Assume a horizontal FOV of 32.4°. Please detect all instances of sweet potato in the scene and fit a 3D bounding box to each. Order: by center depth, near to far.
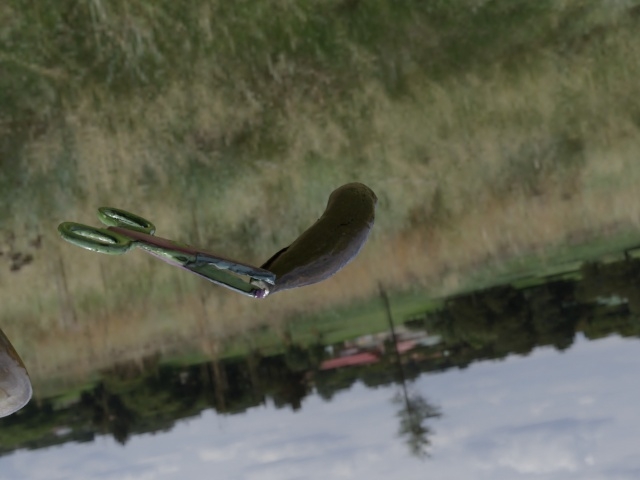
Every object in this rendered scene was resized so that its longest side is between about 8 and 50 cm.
[{"bbox_3d":[0.002,0.006,1.663,0.112,0.085,0.286,9,-138,40],"label":"sweet potato"}]

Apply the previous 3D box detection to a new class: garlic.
[{"bbox_3d":[-0.499,0.198,1.622,0.128,0.206,0.115,9,-137,46],"label":"garlic"}]

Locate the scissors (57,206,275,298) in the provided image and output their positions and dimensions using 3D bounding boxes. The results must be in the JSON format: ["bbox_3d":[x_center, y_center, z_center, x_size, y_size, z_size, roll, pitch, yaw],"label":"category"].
[{"bbox_3d":[-0.132,0.011,0.990,0.187,0.020,0.133,20,-166,5],"label":"scissors"}]
